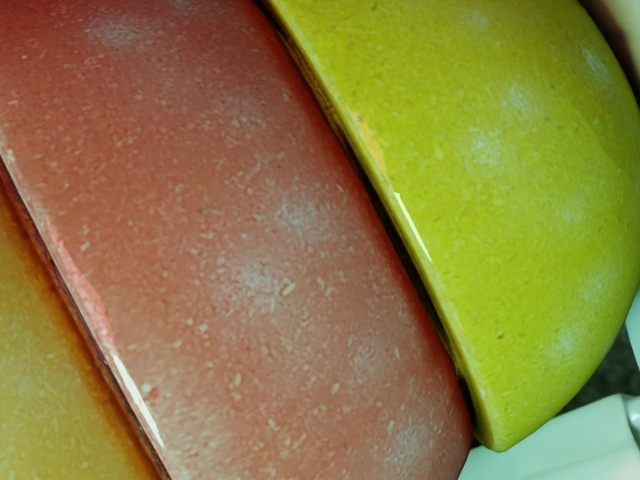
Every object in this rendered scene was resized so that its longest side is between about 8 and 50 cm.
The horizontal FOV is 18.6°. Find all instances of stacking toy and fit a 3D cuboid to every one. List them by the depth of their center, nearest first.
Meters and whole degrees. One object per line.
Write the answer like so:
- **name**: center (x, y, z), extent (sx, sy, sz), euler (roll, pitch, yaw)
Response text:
- **stacking toy**: center (0.000, 0.000, 0.701), extent (0.479, 0.350, 0.351), euler (-26, 76, -2)

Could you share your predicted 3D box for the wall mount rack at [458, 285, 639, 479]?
- **wall mount rack**: center (0.109, 0.190, 0.799), extent (0.350, 0.130, 0.304), euler (-24, 76, 33)
